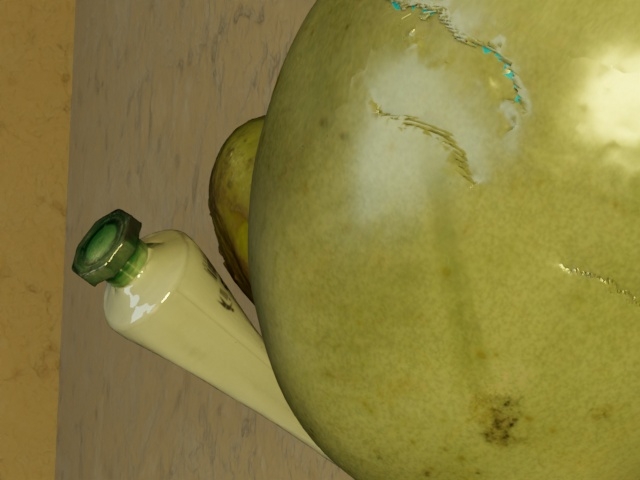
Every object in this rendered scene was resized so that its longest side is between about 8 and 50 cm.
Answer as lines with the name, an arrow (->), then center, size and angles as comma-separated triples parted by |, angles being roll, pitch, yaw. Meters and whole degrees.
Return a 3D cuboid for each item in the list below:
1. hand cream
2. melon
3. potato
hand cream -> -0.032, 0.097, 0.968 | 0.076, 0.336, 0.121 | -46, 32, 1
melon -> 0.111, -0.028, 0.622 | 0.268, 0.268, 0.330 | -112, 37, -51
potato -> 0.000, 0.000, 0.995 | 0.141, 0.176, 0.298 | -48, -16, 5
